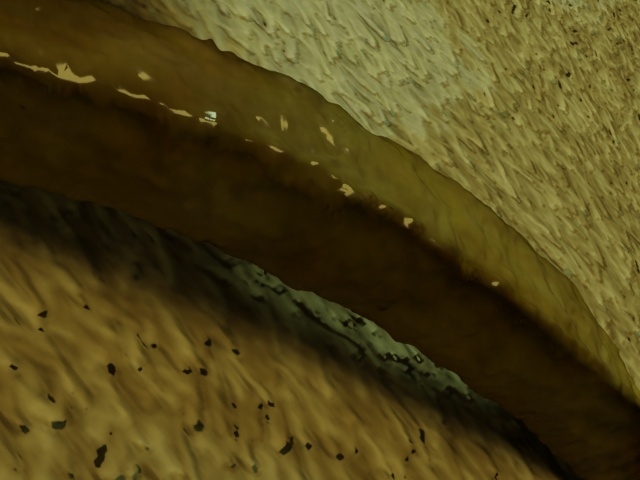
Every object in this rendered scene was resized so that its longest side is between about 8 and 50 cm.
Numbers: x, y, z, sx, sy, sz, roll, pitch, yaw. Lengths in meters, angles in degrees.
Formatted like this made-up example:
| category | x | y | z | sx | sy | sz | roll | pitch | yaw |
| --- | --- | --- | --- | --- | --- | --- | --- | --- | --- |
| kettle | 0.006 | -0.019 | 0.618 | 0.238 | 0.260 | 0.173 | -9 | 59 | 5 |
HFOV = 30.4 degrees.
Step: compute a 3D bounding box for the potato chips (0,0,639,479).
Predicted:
| category | x | y | z | sx | sy | sz | roll | pitch | yaw |
| --- | --- | --- | --- | --- | --- | --- | --- | --- | --- |
| potato chips | 0.000 | 0.000 | 0.403 | 0.407 | 0.080 | 0.057 | 26 | 26 | -32 |
